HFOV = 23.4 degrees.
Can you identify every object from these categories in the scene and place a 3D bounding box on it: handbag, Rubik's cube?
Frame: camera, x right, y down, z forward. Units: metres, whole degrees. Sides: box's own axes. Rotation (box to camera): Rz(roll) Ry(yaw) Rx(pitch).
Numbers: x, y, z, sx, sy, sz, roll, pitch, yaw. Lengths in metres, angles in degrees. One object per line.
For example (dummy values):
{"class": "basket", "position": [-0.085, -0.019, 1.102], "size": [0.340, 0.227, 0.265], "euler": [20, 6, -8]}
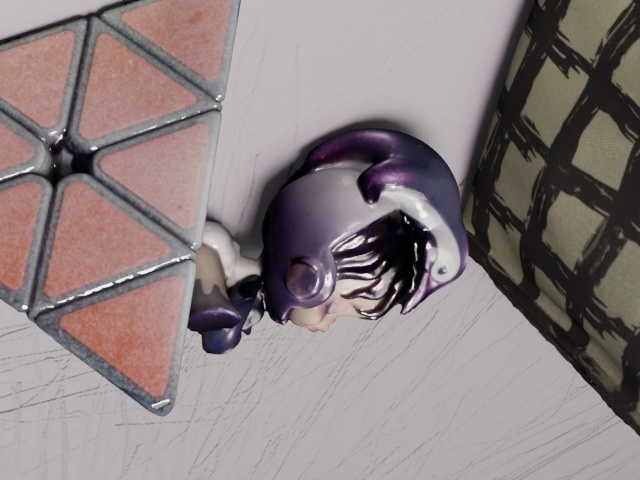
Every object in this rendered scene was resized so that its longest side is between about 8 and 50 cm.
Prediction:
{"class": "handbag", "position": [0.264, -0.032, 1.133], "size": [0.162, 0.327, 0.325], "euler": [-11, 137, -28]}
{"class": "Rubik's cube", "position": [-0.165, -0.026, 1.021], "size": [0.228, 0.228, 0.233], "euler": [-37, 114, -55]}

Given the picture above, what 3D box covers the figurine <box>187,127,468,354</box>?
{"class": "figurine", "position": [0.000, 0.000, 1.171], "size": [0.222, 0.145, 0.145], "euler": [-16, 138, -1]}
